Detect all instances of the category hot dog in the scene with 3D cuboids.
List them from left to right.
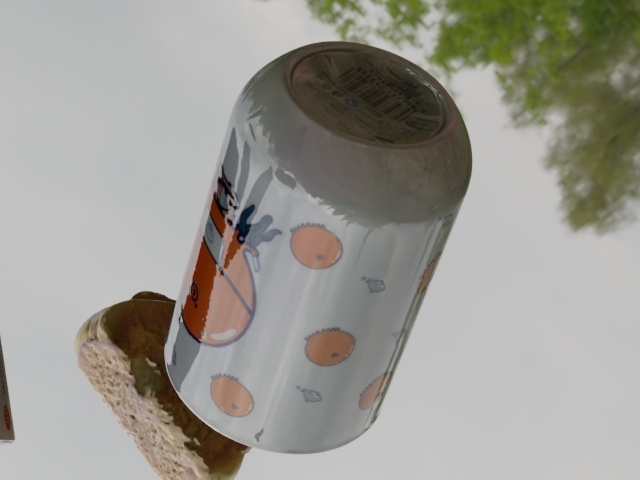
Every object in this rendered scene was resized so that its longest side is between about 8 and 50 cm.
[{"bbox_3d":[-0.164,0.171,1.589,0.153,0.150,0.257,-37,-88,-40],"label":"hot dog"}]

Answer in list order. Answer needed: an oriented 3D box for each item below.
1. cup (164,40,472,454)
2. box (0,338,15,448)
[{"bbox_3d":[0.000,0.000,1.145,0.212,0.317,0.212,12,-142,-10],"label":"cup"},{"bbox_3d":[-0.433,0.062,1.369,0.173,0.145,0.333,45,-147,-76],"label":"box"}]
